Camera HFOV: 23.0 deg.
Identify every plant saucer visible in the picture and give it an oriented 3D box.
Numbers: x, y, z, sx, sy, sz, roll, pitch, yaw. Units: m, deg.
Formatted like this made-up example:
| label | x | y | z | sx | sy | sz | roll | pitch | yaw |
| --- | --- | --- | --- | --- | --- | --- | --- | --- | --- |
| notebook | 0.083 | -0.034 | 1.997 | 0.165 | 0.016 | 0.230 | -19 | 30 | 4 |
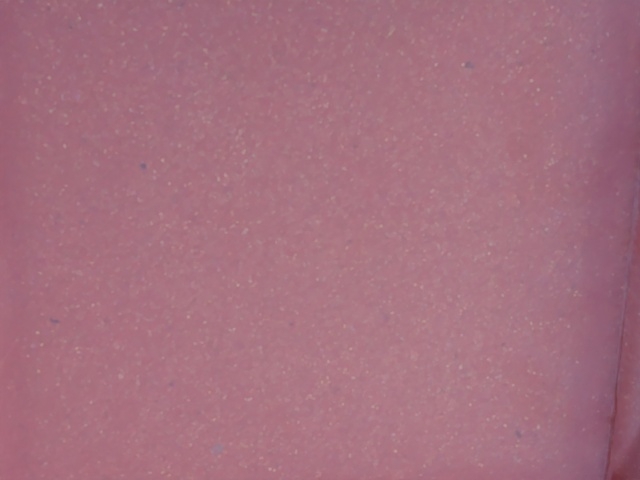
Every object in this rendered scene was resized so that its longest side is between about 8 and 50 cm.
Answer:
| label | x | y | z | sx | sy | sz | roll | pitch | yaw |
| --- | --- | --- | --- | --- | --- | --- | --- | --- | --- |
| plant saucer | 0.000 | 0.000 | 0.478 | 0.259 | 0.048 | 0.258 | -2 | 111 | -12 |
